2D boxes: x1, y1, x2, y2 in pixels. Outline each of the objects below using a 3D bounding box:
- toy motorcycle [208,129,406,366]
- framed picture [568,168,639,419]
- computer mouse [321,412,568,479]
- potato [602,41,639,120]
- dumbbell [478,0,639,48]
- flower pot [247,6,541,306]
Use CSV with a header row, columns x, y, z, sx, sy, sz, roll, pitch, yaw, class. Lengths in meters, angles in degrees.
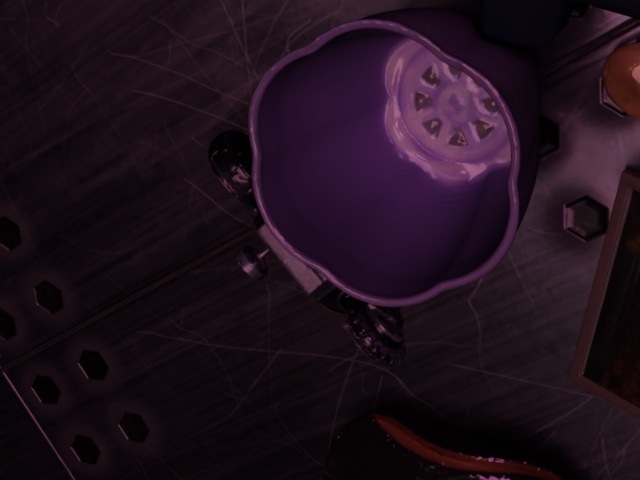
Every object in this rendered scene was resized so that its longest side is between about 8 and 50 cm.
x,y,z,sx,sy,sz,roll,pitch,yaw,class
0.000,0.000,1.284,0.108,0.173,0.307,-40,85,22,toy motorcycle
0.348,0.076,1.200,0.184,0.016,0.250,31,125,36,framed picture
0.146,0.307,1.379,0.323,0.116,0.183,14,112,21,computer mouse
0.305,-0.146,1.134,0.083,0.062,0.068,60,156,19,potato
0.303,-0.214,1.040,0.324,0.144,0.160,17,83,16,dumbbell
0.093,-0.108,1.147,0.265,0.243,0.265,10,118,20,flower pot
